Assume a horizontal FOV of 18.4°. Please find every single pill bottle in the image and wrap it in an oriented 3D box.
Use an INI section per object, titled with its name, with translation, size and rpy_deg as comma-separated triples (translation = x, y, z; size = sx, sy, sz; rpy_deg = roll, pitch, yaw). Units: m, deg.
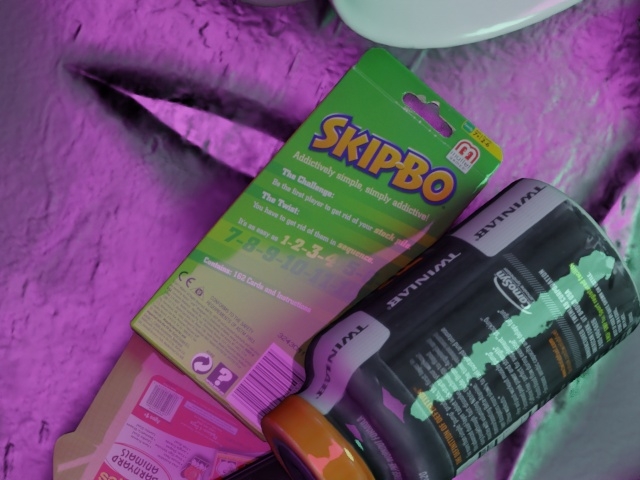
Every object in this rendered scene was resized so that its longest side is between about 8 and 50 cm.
[pill bottle]
translation = 0.080, 0.078, 1.291
size = 0.246, 0.130, 0.130
rpy_deg = -37, 89, -15

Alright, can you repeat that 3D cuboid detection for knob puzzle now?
[knob puzzle]
translation = -0.098, 0.185, 1.366
size = 0.213, 0.030, 0.213
rpy_deg = 0, 89, -1

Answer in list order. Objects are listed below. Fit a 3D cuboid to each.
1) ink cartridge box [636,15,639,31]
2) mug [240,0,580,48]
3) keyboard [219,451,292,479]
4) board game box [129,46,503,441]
[ink cartridge box]
translation = 0.384, -0.097, 1.356
size = 0.275, 0.060, 0.239
rpy_deg = -24, 114, 0
[mug]
translation = 0.036, -0.306, 1.263
size = 0.374, 0.276, 0.328
rpy_deg = -38, 62, 29
[keyboard]
translation = -0.003, 0.300, 1.302
size = 0.201, 0.033, 0.317
rpy_deg = -27, 75, -4
[board game box]
translation = 0.000, 0.000, 1.353
size = 0.124, 0.039, 0.259
rpy_deg = 41, 84, 1
